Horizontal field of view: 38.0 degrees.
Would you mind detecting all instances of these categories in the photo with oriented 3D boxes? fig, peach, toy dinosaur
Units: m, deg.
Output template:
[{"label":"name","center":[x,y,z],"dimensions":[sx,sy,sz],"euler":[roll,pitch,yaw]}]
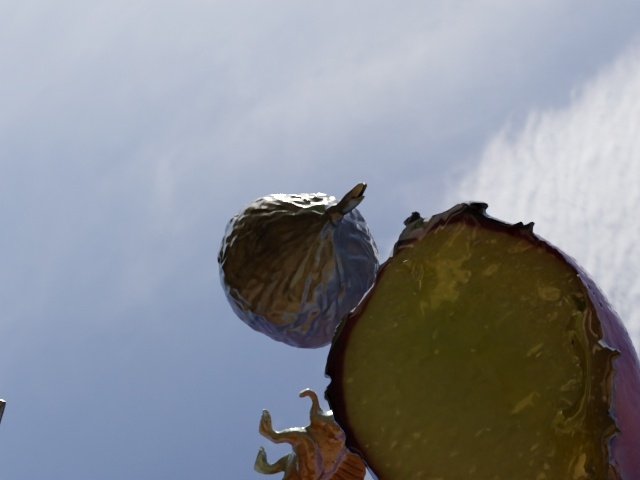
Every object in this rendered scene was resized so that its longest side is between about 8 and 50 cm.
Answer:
[{"label":"fig","center":[0.000,0.000,1.527],"dimensions":[0.368,0.286,0.286],"euler":[129,-35,-47]},{"label":"peach","center":[0.171,0.151,0.808],"dimensions":[0.258,0.201,0.361],"euler":[-44,-136,4]},{"label":"toy dinosaur","center":[-0.004,0.248,1.028],"dimensions":[0.142,0.057,0.212],"euler":[16,-87,9]}]

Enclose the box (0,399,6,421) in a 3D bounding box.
[{"label":"box","center":[-0.476,0.196,0.847],"dimensions":[0.047,0.325,0.180],"euler":[132,-29,-58]}]
